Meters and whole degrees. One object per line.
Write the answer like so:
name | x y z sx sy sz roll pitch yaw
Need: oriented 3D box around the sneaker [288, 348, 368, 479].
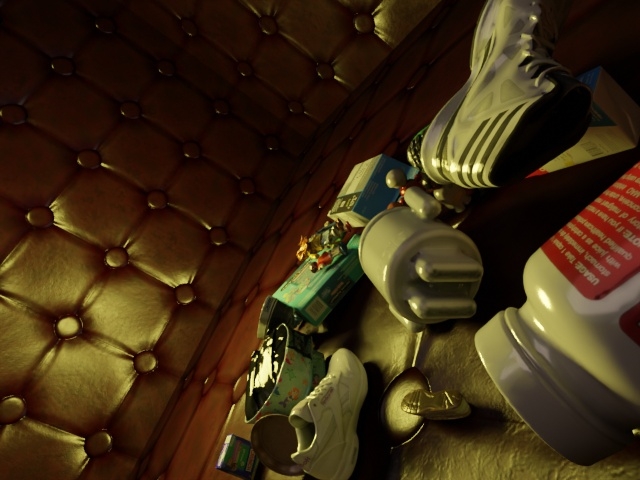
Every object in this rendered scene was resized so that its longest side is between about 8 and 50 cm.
sneaker | 0.018 0.355 0.893 0.114 0.152 0.305 -47 19 36

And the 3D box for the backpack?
backpack | -0.099 0.381 1.091 0.225 0.191 0.253 -55 10 15

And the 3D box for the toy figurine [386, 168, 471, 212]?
toy figurine | 0.271 -0.139 1.069 0.213 0.148 0.209 -39 25 43

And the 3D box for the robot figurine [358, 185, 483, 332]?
robot figurine | 0.199 0.040 0.867 0.353 0.199 0.300 -122 38 -71

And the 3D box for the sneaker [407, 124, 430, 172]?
sneaker | 0.365 -0.247 0.942 0.343 0.134 0.146 -20 13 6

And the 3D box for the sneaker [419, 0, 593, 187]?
sneaker | 0.364 -0.279 0.665 0.447 0.169 0.257 -64 26 6

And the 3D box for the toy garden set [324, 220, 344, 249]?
toy garden set | 0.043 -0.047 1.681 0.204 0.049 0.244 -18 43 63

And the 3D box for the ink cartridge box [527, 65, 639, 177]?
ink cartridge box | 0.437 -0.203 0.763 0.231 0.134 0.078 -15 46 64

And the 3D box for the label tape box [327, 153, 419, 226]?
label tape box | 0.179 -0.175 1.447 0.241 0.106 0.333 -61 18 -11

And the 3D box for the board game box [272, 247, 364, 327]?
board game box | -0.010 0.141 1.368 0.254 0.079 0.336 -47 15 -14

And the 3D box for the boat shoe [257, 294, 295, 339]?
boat shoe | -0.132 0.258 1.295 0.306 0.105 0.113 108 -178 -59

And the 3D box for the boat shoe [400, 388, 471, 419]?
boat shoe | 0.197 0.289 0.704 0.135 0.045 0.050 -28 24 53

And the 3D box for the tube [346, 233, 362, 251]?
tube | 0.129 0.010 1.373 0.080 0.052 0.207 -50 10 -9

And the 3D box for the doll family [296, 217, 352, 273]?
doll family | 0.000 0.000 1.337 0.163 0.118 0.263 -34 15 22

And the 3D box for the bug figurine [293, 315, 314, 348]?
bug figurine | -0.107 0.340 1.375 0.216 0.072 0.279 -48 14 8

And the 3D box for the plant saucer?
plant saucer | -0.083 0.475 0.960 0.168 0.168 0.029 -50 -2 22

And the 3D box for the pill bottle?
pill bottle | 0.365 0.034 0.395 0.408 0.229 0.229 -49 19 23

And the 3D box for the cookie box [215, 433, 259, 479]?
cookie box | -0.230 0.621 1.168 0.040 0.107 0.092 -37 28 45
